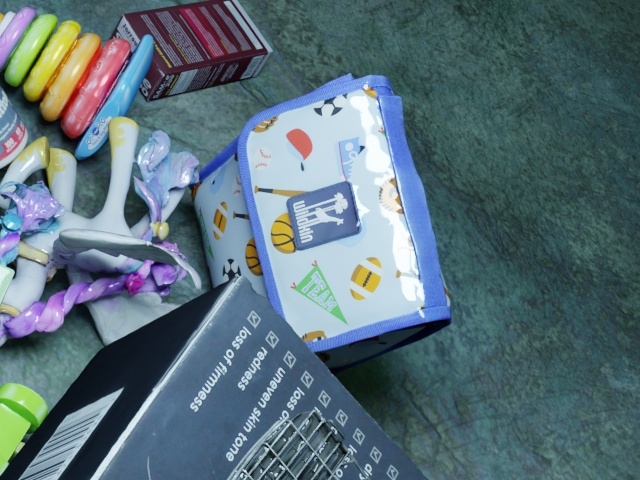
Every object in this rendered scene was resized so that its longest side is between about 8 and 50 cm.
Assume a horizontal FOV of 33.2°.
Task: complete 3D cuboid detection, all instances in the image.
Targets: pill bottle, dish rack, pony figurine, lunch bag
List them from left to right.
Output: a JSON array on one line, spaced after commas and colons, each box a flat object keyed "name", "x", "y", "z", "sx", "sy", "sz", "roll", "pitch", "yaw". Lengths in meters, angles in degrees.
[{"name": "pill bottle", "x": -0.471, "y": -0.184, "z": 1.407, "sx": 0.107, "sy": 0.180, "sz": 0.108, "roll": -11, "pitch": 44, "yaw": 11}, {"name": "pony figurine", "x": -0.282, "y": 0.014, "z": 1.374, "sx": 0.350, "sy": 0.303, "sz": 0.364, "roll": 6, "pitch": 52, "yaw": 10}, {"name": "lunch bag", "x": 0.000, "y": 0.000, "z": 1.412, "sx": 0.238, "sy": 0.385, "sz": 0.328, "roll": -5, "pitch": 76, "yaw": -35}, {"name": "dish rack", "x": 0.005, "y": 0.303, "z": 0.981, "sx": 0.272, "sy": 0.074, "sz": 0.208, "roll": 54, "pitch": 41, "yaw": -9}]

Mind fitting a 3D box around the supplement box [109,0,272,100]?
[{"name": "supplement box", "x": -0.210, "y": -0.319, "z": 1.768, "sx": 0.239, "sy": 0.073, "sz": 0.130, "roll": -20, "pitch": 70, "yaw": -42}]

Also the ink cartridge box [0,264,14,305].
[{"name": "ink cartridge box", "x": -0.480, "y": 0.066, "z": 1.173, "sx": 0.235, "sy": 0.056, "sz": 0.171, "roll": 25, "pitch": 73, "yaw": -13}]

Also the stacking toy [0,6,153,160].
[{"name": "stacking toy", "x": -0.402, "y": -0.267, "z": 1.513, "sx": 0.301, "sy": 0.175, "sz": 0.166, "roll": 32, "pitch": 39, "yaw": -15}]

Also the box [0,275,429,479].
[{"name": "box", "x": -0.113, "y": 0.385, "z": 1.085, "sx": 0.472, "sy": 0.297, "sz": 0.480, "roll": 48, "pitch": 44, "yaw": -15}]

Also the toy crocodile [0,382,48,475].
[{"name": "toy crocodile", "x": -0.320, "y": 0.271, "z": 1.251, "sx": 0.340, "sy": 0.105, "sz": 0.115, "roll": 36, "pitch": 47, "yaw": -12}]
